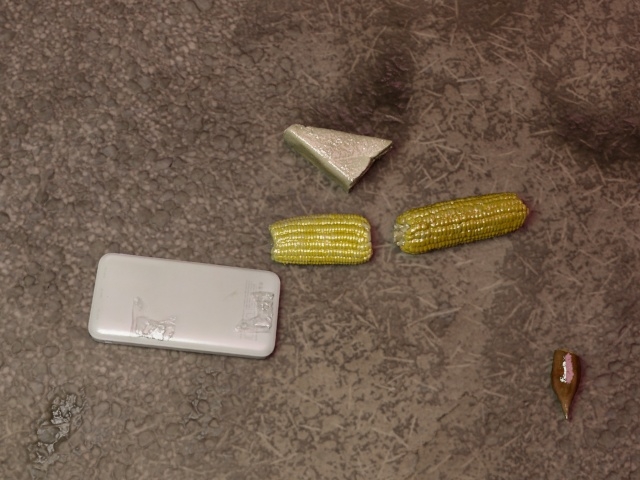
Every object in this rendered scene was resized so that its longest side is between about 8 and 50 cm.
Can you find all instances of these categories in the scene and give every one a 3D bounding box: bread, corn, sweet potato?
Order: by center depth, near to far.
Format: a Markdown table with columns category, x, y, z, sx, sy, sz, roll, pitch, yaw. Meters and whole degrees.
| category | x | y | z | sx | sy | sz | roll | pitch | yaw |
| --- | --- | --- | --- | --- | --- | --- | --- | --- | --- |
| sweet potato | 0.394 | 0.229 | 1.544 | 0.049 | 0.049 | 0.117 | 5 | 74 | -7 |
| corn | 0.000 | 0.000 | 1.554 | 0.165 | 0.063 | 0.085 | -4 | 97 | -8 |
| corn | 0.228 | -0.032 | 1.589 | 0.238 | 0.080 | 0.080 | -14 | 74 | -14 |
| bread | 0.027 | -0.163 | 1.600 | 0.152 | 0.077 | 0.105 | 40 | 75 | 2 |

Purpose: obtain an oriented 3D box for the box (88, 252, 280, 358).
| category | x | y | z | sx | sy | sz | roll | pitch | yaw |
| --- | --- | --- | --- | --- | --- | --- | --- | --- | --- |
| box | -0.208 | 0.101 | 1.498 | 0.285 | 0.044 | 0.142 | 7 | 69 | -6 |
